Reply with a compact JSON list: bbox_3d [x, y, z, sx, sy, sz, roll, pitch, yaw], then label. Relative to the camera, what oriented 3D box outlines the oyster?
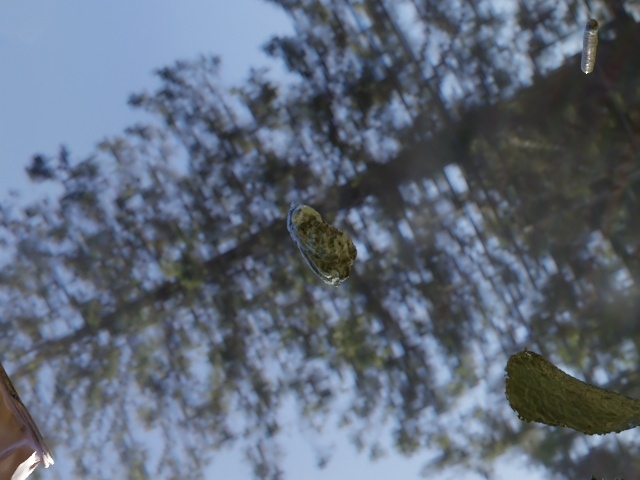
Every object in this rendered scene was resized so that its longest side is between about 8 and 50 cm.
[{"bbox_3d":[0.000,0.000,1.764,0.125,0.064,0.177,47,-174,-2],"label":"oyster"}]

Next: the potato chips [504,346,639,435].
[{"bbox_3d":[0.294,0.177,1.501,0.167,0.059,0.228,30,-167,26],"label":"potato chips"}]

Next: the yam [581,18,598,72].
[{"bbox_3d":[0.366,-0.264,1.805,0.116,0.021,0.021,76,178,-65],"label":"yam"}]

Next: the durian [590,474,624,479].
[{"bbox_3d":[0.303,0.394,1.409,0.291,0.224,0.291,-40,-39,-43],"label":"durian"}]

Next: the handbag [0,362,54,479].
[{"bbox_3d":[-0.313,0.138,1.102,0.205,0.116,0.179,53,165,22],"label":"handbag"}]
